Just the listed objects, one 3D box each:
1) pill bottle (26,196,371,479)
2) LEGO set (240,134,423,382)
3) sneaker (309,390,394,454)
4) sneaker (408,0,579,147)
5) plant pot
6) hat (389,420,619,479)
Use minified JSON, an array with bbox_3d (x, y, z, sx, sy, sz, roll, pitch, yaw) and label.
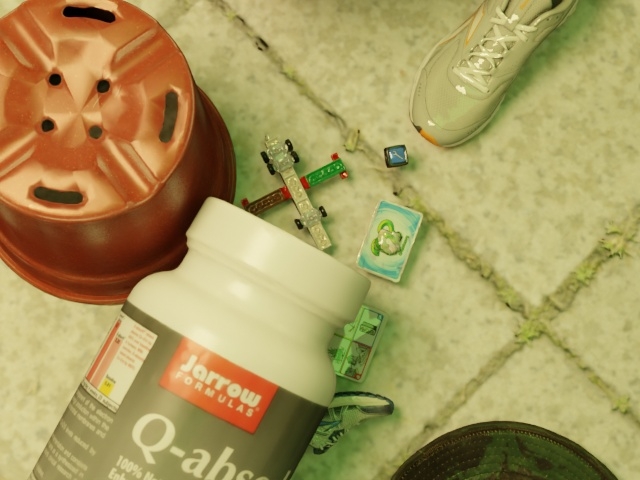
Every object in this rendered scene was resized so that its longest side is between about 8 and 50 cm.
[{"bbox_3d":[-0.114,0.157,1.095,0.210,0.210,0.363,28,87,1],"label":"pill bottle"},{"bbox_3d":[0.000,0.000,1.246,0.182,0.060,0.244,21,88,-4],"label":"LEGO set"},{"bbox_3d":[0.007,0.182,1.206,0.135,0.052,0.058,-7,87,3],"label":"sneaker"},{"bbox_3d":[0.185,-0.214,1.250,0.099,0.121,0.262,36,80,2],"label":"sneaker"},{"bbox_3d":[-0.211,-0.091,1.125,0.272,0.265,0.272,1,80,-5],"label":"plant pot"},{"bbox_3d":[0.196,0.335,1.147,0.331,0.134,0.331,1,79,-5],"label":"hat"}]
